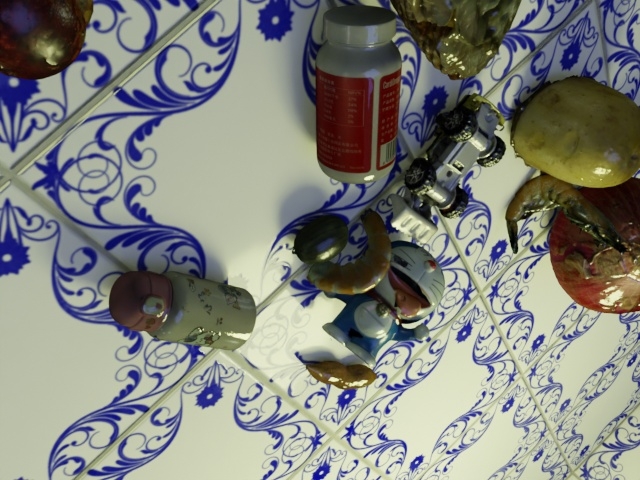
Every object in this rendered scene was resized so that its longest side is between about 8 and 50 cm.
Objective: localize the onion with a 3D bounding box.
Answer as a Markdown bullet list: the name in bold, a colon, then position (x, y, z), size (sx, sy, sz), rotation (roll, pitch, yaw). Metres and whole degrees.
- **onion**: position (0.727, 0.022, 1.519), size (0.353, 0.353, 0.354), rotation (-20, 129, -26)

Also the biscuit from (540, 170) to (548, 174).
- **biscuit**: position (0.525, -0.177, 1.453), size (0.082, 0.016, 0.092), rotation (6, 115, -40)

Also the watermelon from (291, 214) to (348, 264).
- **watermelon**: position (0.000, 0.000, 1.133), size (0.110, 0.078, 0.078), rotation (-34, 134, -13)

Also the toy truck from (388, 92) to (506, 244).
- **toy truck**: position (0.230, -0.136, 1.189), size (0.136, 0.111, 0.286), rotation (30, 101, -35)

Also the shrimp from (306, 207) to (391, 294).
- **shrimp**: position (0.052, 0.018, 1.194), size (0.049, 0.161, 0.166), rotation (39, 54, -65)

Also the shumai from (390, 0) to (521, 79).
- **shumai**: position (0.233, -0.388, 0.881), size (0.283, 0.217, 0.346), rotation (-34, 160, 8)

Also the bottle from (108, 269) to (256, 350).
- **bottle**: position (-0.220, 0.108, 1.015), size (0.233, 0.110, 0.110), rotation (20, 106, -44)

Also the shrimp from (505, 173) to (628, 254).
- **shrimp**: position (0.530, -0.016, 1.420), size (0.198, 0.262, 0.051), rotation (-49, 166, 11)

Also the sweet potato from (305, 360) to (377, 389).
- **sweet potato**: position (0.043, 0.292, 1.385), size (0.218, 0.051, 0.065), rotation (16, 112, -42)

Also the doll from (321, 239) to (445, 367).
- **doll**: position (0.124, 0.114, 1.234), size (0.257, 0.215, 0.161), rotation (-51, 175, -13)

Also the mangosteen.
- **mangosteen**: position (-0.309, -0.260, 0.665), size (0.181, 0.146, 0.156), rotation (-52, 133, 4)

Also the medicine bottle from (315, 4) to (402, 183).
- **medicine bottle**: position (0.057, -0.220, 0.984), size (0.131, 0.131, 0.250), rotation (-20, 129, -26)

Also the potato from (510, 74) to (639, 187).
- **potato**: position (0.551, -0.208, 1.304), size (0.285, 0.242, 0.242), rotation (7, 115, -39)
